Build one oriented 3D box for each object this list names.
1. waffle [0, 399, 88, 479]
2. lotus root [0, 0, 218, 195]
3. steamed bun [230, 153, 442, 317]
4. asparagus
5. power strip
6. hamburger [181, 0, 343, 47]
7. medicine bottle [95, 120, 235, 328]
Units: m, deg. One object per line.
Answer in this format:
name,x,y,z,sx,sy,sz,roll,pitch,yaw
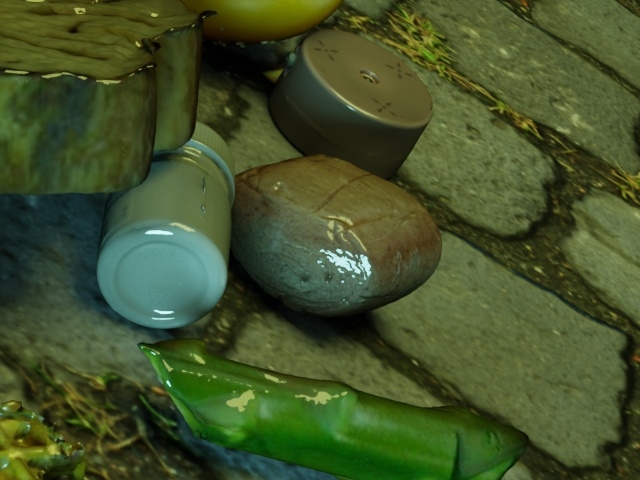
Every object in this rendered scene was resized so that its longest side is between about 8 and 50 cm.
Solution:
waffle,-0.225,0.173,1.205,0.232,0.051,0.228,29,32,-8
lotus root,-0.273,-0.141,1.457,0.375,0.111,0.390,19,22,18
steamed bun,0.000,0.000,1.638,0.175,0.106,0.145,32,31,25
asparagus,0.005,0.140,1.450,0.343,0.085,0.082,14,31,-29
power strip,0.028,-0.134,1.881,0.154,0.078,0.154,22,33,-16
hamburger,-0.071,-0.279,1.884,0.246,0.170,0.246,6,18,-2
medicine bottle,-0.121,-0.015,1.529,0.105,0.105,0.168,25,30,-16
